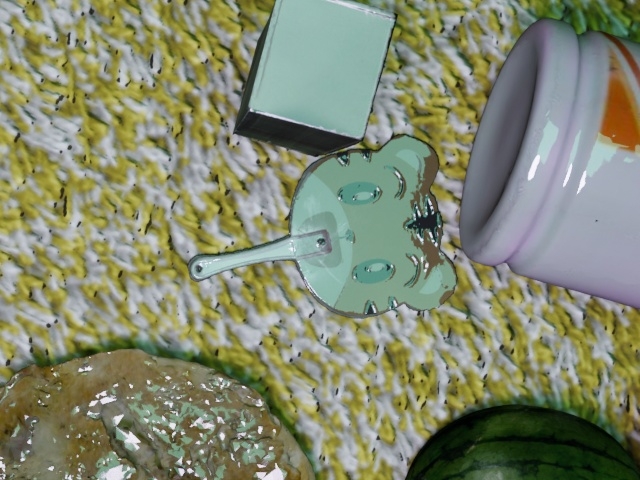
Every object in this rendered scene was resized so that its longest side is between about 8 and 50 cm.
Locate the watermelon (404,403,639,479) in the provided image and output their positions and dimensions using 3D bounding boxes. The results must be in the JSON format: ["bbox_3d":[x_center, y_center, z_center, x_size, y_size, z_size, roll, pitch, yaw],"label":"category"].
[{"bbox_3d":[0.164,0.240,0.986,0.232,0.127,0.204,6,92,-1],"label":"watermelon"}]

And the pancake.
[{"bbox_3d":[-0.165,0.253,0.980,0.356,0.065,0.356,0,91,-7],"label":"pancake"}]

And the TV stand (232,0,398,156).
[{"bbox_3d":[-0.012,-0.116,0.896,0.083,0.269,0.088,14,91,-7],"label":"TV stand"}]

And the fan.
[{"bbox_3d":[0.000,0.000,1.027,0.227,0.008,0.152,-11,91,-8],"label":"fan"}]

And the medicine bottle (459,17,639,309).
[{"bbox_3d":[0.287,-0.037,0.963,0.316,0.202,0.202,16,88,-7],"label":"medicine bottle"}]
